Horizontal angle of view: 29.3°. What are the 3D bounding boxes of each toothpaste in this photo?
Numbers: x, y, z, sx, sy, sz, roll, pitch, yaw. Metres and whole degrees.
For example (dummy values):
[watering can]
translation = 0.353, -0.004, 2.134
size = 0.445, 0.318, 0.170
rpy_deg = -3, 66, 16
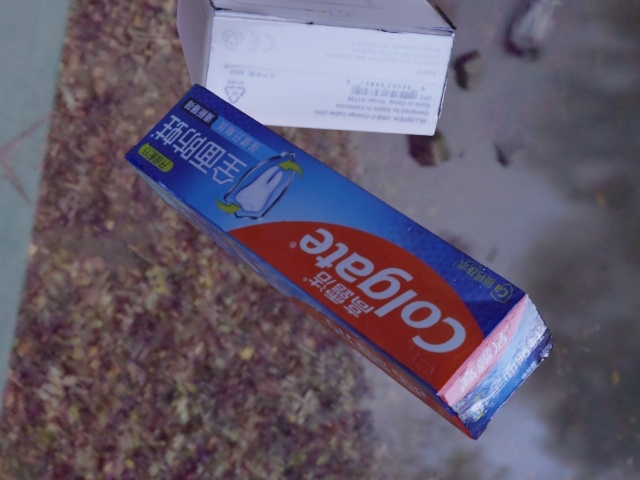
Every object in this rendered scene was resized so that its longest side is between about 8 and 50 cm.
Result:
[toothpaste]
translation = -0.001, 0.001, 0.757
size = 0.076, 0.320, 0.066
rpy_deg = -48, 138, -9

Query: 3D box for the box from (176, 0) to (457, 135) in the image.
[box]
translation = -0.016, -0.190, 1.086
size = 0.203, 0.252, 0.106
rpy_deg = 1, 119, -13
